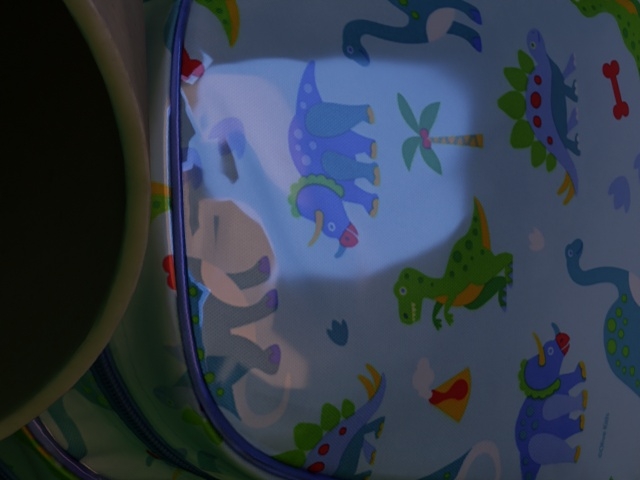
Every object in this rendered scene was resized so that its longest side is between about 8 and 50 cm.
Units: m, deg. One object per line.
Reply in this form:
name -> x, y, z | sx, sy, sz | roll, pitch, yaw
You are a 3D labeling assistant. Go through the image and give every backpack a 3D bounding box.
backpack -> 0.000, 0.000, 0.783 | 0.355, 0.273, 0.290 | 4, 87, -23

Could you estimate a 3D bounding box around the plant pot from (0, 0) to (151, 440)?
plant pot -> -0.164, -0.112, 0.584 | 0.256, 0.256, 0.274 | 56, 24, -36
